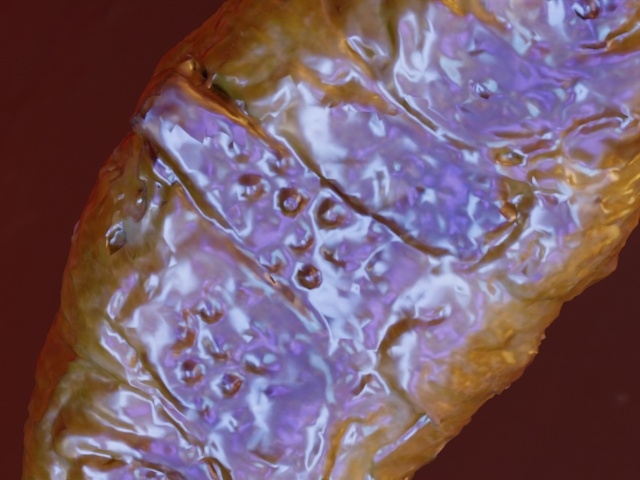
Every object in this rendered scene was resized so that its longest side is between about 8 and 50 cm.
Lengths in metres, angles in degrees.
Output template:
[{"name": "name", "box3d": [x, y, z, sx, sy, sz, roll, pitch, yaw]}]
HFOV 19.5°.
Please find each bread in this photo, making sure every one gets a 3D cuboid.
[{"name": "bread", "box3d": [0.000, 0.000, 0.419, 0.105, 0.233, 0.076, 37, 19, -4]}]
